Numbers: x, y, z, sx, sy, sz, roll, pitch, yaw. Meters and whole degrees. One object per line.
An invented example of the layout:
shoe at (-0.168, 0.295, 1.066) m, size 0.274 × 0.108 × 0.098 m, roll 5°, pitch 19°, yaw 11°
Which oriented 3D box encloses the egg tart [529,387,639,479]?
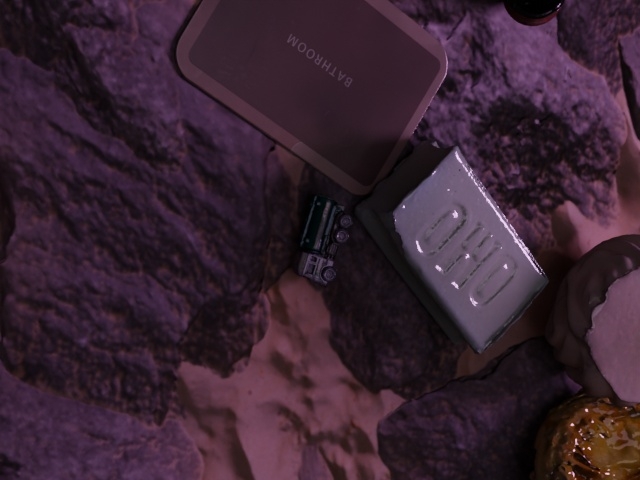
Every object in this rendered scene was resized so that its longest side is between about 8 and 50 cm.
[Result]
egg tart at (0.336, 0.264, 1.738) m, size 0.252 × 0.098 × 0.232 m, roll -24°, pitch 71°, yaw -18°

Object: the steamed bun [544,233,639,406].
steamed bun at (0.313, 0.081, 1.708) m, size 0.183 × 0.106 × 0.182 m, roll -5°, pitch 101°, yaw -25°

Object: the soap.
soap at (0.133, 0.006, 1.610) m, size 0.114 × 0.063 × 0.198 m, roll -47°, pitch 120°, yaw -13°

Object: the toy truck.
toy truck at (0.000, 0.000, 1.551) m, size 0.044 × 0.039 × 0.083 m, roll 17°, pitch 91°, yaw -15°

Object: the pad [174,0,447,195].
pad at (-0.002, -0.170, 1.531) m, size 0.266 × 0.002 × 0.176 m, roll 33°, pitch 84°, yaw -31°

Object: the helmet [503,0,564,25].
helmet at (0.210, -0.247, 1.607) m, size 0.065 × 0.049 × 0.084 m, roll 6°, pitch 71°, yaw 3°
